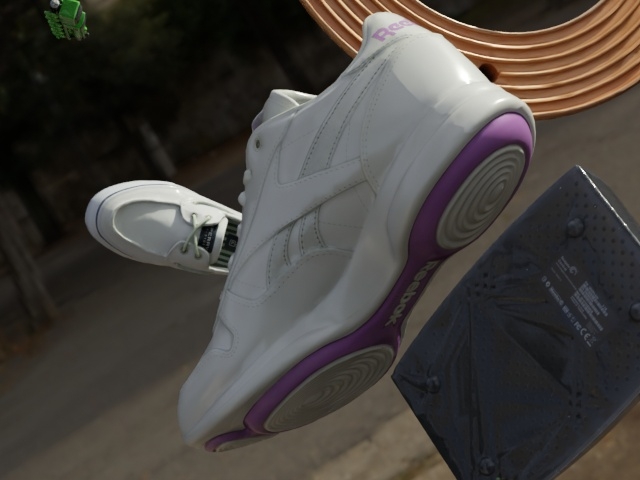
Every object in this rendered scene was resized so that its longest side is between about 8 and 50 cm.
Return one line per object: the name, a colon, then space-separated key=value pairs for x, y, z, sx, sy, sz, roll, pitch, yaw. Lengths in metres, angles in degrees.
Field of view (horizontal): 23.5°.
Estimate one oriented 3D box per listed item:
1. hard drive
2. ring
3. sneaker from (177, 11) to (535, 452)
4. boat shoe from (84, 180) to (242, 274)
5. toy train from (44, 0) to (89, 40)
hard drive: x=0.175 y=0.084 z=1.193 sx=0.054 sy=0.172 sz=0.254 roll=0 pitch=-42 yaw=-46
ring: x=0.111 y=-0.239 z=1.033 sx=0.336 sy=0.336 sz=0.032 roll=-32 pitch=-3 yaw=-21
sneaker: x=0.000 y=0.000 z=0.939 sx=0.114 sy=0.152 sz=0.305 roll=5 pitch=-51 yaw=-54
boat shoe: x=-0.118 y=-0.009 z=1.530 sx=0.226 sy=0.083 sz=0.076 roll=9 pitch=4 yaw=-31
toy train: x=-0.162 y=-0.142 z=0.987 sx=0.083 sy=0.024 sz=0.017 roll=147 pitch=139 yaw=-84
